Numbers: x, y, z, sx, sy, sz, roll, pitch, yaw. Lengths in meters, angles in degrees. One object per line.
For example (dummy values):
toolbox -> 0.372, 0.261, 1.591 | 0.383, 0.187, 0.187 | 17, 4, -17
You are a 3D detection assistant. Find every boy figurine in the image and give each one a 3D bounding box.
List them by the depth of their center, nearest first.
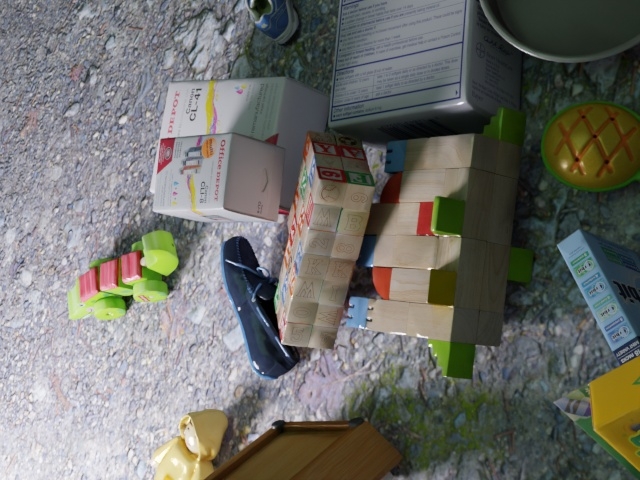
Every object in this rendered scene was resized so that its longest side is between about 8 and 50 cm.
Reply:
boy figurine -> -0.247, 0.420, 1.847 | 0.285, 0.092, 0.177 | -58, 45, 18

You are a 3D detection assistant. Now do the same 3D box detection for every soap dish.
soap dish -> -0.052, 0.368, 1.547 | 0.229, 0.291, 0.118 | -9, 104, 41

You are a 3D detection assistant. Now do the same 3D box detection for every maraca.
maraca -> 0.391, -0.125, 1.417 | 0.186, 0.099, 0.127 | 6, 84, 17

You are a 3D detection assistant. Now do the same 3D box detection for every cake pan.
cake pan -> 0.367, -0.379, 1.475 | 0.293, 0.054, 0.293 | -4, 77, 19

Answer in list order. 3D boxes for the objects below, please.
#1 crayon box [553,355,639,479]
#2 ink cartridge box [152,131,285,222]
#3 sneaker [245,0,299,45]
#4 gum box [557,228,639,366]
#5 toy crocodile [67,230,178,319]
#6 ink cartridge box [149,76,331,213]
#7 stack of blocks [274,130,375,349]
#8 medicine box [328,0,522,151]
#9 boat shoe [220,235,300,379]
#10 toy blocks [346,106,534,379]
crayon box -> 0.455, 0.196, 1.185 | 0.323, 0.203, 0.083 | -36, 24, 31
ink cartridge box -> -0.165, -0.100, 1.721 | 0.176, 0.127, 0.128 | 0, 81, 41
sneaker -> -0.098, -0.465, 1.968 | 0.080, 0.081, 0.211 | -37, 54, 31
gum box -> 0.386, 0.084, 1.315 | 0.041, 0.157, 0.184 | -40, 55, 28
toy crocodile -> -0.396, 0.075, 2.070 | 0.340, 0.105, 0.115 | -23, 63, 37
ink cartridge box -> -0.149, -0.171, 1.897 | 0.306, 0.131, 0.226 | 6, 84, 41
stack of blocks -> 0.000, 0.000, 1.653 | 0.171, 0.087, 0.297 | -102, 23, -59
medicine box -> 0.166, -0.307, 1.634 | 0.263, 0.149, 0.289 | -5, 74, 41
boat shoe -> -0.092, 0.106, 1.803 | 0.089, 0.109, 0.258 | -27, 77, 26
toy blocks -> 0.156, -0.001, 1.559 | 0.261, 0.191, 0.381 | 3, 84, 55
